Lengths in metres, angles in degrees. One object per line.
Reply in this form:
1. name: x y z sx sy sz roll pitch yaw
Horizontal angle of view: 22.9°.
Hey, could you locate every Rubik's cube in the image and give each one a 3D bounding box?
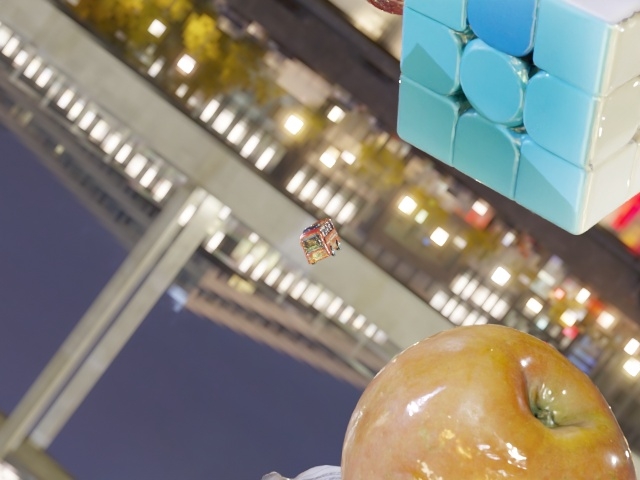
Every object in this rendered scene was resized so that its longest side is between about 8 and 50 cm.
1. Rubik's cube: 0.290 -0.235 1.836 0.290 0.291 0.292 33 139 32

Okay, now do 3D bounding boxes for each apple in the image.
1. apple: 0.145 0.192 1.322 0.253 0.253 0.253 37 -174 -4

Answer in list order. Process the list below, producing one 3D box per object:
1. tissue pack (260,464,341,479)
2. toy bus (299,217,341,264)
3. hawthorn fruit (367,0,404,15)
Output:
1. tissue pack: -0.010 0.389 1.868 0.375 0.195 0.390 4 -161 28
2. toy bus: 0.000 0.000 1.853 0.110 0.031 0.043 -47 -65 -79
3. hawthorn fruit: 0.114 -0.430 2.170 0.205 0.205 0.253 32 -154 -43
